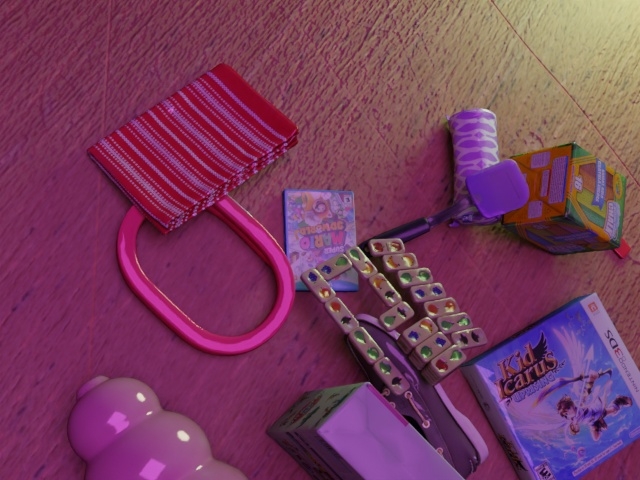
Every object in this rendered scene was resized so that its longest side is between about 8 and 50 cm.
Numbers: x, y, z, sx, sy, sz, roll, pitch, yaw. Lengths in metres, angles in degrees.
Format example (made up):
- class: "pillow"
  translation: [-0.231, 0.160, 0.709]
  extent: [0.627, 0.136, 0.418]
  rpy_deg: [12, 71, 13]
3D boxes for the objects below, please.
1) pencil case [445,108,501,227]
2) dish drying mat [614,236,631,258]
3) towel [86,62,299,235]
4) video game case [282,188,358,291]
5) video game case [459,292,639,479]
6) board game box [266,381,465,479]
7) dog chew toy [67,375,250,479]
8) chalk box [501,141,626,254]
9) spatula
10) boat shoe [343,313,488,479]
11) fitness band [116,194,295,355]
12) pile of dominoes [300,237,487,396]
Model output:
- class: "pencil case"
  translation: [0.260, -0.121, 1.474]
  extent: [0.086, 0.088, 0.206]
  rpy_deg: [19, 68, -51]
- class: "dish drying mat"
  translation: [0.524, -0.007, 1.562]
  extent: [0.032, 0.008, 0.083]
  rpy_deg: [-41, 90, -22]
- class: "towel"
  translation: [-0.192, -0.151, 1.340]
  extent: [0.275, 0.031, 0.199]
  rpy_deg: [-38, 70, -22]
- class: "video game case"
  translation: [0.000, 0.000, 1.400]
  extent: [0.119, 0.015, 0.166]
  rpy_deg: [1, 77, -17]
- class: "video game case"
  translation: [0.403, 0.253, 1.436]
  extent: [0.270, 0.061, 0.244]
  rpy_deg: [-26, 85, -20]
- class: "board game box"
  translation: [0.062, 0.308, 1.190]
  extent: [0.224, 0.303, 0.097]
  rpy_deg: [47, 69, -2]
- class: "dog chew toy"
  translation: [-0.220, 0.327, 1.165]
  extent: [0.207, 0.206, 0.332]
  rpy_deg: [-34, 81, -21]
- class: "chalk box"
  translation: [0.425, -0.057, 1.459]
  extent: [0.213, 0.132, 0.132]
  rpy_deg: [21, 70, -37]
- class: "spatula"
  translation: [0.195, -0.039, 1.405]
  extent: [0.296, 0.030, 0.084]
  rpy_deg: [-26, 74, 6]
- class: "boat shoe"
  translation: [0.133, 0.249, 1.330]
  extent: [0.091, 0.109, 0.305]
  rpy_deg: [-41, 95, -26]
- class: "fitness band"
  translation: [-0.174, 0.042, 1.321]
  extent: [0.291, 0.054, 0.209]
  rpy_deg: [44, 72, -2]
- class: "pile of dominoes"
  translation: [0.120, 0.097, 1.305]
  extent: [0.196, 0.040, 0.251]
  rpy_deg: [-29, 70, -32]
